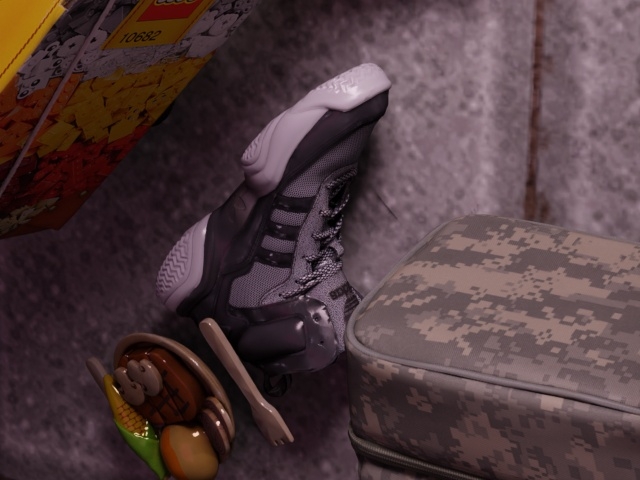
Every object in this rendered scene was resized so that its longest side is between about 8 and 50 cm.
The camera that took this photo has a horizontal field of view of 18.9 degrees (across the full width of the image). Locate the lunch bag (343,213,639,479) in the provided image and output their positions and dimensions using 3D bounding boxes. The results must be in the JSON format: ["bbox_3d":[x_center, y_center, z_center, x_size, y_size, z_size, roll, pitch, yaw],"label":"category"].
[{"bbox_3d":[0.180,0.152,1.295,0.305,0.212,0.256,11,124,25],"label":"lunch bag"}]

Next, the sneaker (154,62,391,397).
[{"bbox_3d":[0.000,0.000,1.403,0.153,0.101,0.268,47,124,9],"label":"sneaker"}]

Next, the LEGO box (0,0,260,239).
[{"bbox_3d":[-0.277,-0.297,1.316,0.372,0.193,0.500,-44,73,32],"label":"LEGO box"}]

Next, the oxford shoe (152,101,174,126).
[{"bbox_3d":[-0.221,-0.163,1.474,0.227,0.096,0.083,36,118,17],"label":"oxford shoe"}]

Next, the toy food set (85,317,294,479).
[{"bbox_3d":[-0.116,0.131,1.477,0.192,0.038,0.132,-22,104,51],"label":"toy food set"}]
